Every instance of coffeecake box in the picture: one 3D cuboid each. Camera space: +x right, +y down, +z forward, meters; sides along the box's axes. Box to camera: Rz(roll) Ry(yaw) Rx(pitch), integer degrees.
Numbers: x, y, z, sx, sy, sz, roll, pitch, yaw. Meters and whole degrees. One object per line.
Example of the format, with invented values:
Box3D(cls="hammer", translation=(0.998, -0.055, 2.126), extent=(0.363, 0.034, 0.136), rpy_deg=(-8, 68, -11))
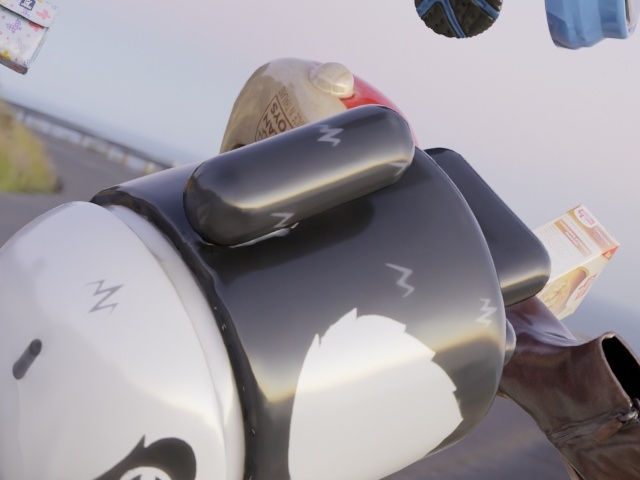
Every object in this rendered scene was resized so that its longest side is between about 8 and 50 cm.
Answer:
Box3D(cls="coffeecake box", translation=(0.220, 0.055, 1.627), extent=(0.185, 0.142, 0.068), rpy_deg=(-26, 65, -31))

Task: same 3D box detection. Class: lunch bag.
Box3D(cls="lunch bag", translation=(-0.329, -0.232, 1.596), extent=(0.071, 0.083, 0.053), rpy_deg=(29, -16, -12))

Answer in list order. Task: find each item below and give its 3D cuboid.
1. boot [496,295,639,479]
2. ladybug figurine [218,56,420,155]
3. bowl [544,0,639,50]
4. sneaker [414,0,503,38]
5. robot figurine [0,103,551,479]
Box3D(cls="boot", translation=(0.190, 0.091, 1.116), extent=(0.248, 0.090, 0.207), rpy_deg=(56, -16, 12))
Box3D(cls="ladybug figurine", translation=(0.000, 0.000, 1.509), extent=(0.162, 0.449, 0.305), rpy_deg=(-10, 52, -21))
Box3D(cls="bowl", translation=(0.279, -0.380, 1.439), extent=(0.077, 0.391, 0.391), rpy_deg=(4, -2, 16))
Box3D(cls="sneaker", translation=(0.096, -0.242, 0.962), extent=(0.080, 0.211, 0.081), rpy_deg=(11, 31, 5))
Box3D(cls="robot figurine", translation=(-0.025, 0.045, 0.690), extent=(0.278, 0.209, 0.173), rpy_deg=(-18, 15, -32))
